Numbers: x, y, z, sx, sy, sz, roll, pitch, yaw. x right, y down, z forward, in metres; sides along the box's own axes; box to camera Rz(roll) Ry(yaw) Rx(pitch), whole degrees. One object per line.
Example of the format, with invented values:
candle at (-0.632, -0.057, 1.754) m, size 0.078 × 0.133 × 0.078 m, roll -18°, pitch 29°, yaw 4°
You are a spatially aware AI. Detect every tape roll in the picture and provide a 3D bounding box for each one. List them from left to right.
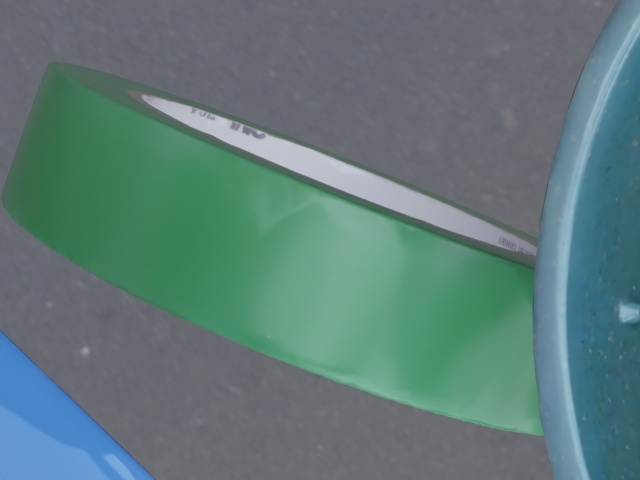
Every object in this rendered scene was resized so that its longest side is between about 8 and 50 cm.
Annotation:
tape roll at (0.000, 0.000, 0.800) m, size 0.321 × 0.321 × 0.077 m, roll 17°, pitch 97°, yaw -31°

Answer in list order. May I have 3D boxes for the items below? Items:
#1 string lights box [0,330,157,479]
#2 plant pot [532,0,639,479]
string lights box at (-0.132, 0.076, 0.551) m, size 0.077 × 0.133 × 0.260 m, roll -52°, pitch 134°, yaw -15°
plant pot at (0.311, 0.024, 0.524) m, size 0.334 × 0.341 × 0.341 m, roll -4°, pitch 114°, yaw -40°
